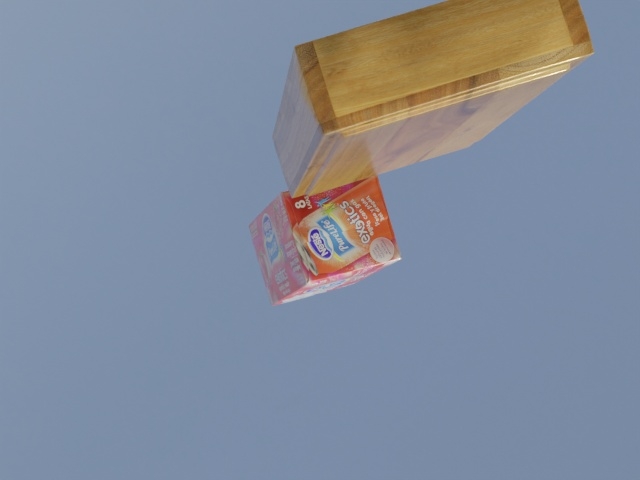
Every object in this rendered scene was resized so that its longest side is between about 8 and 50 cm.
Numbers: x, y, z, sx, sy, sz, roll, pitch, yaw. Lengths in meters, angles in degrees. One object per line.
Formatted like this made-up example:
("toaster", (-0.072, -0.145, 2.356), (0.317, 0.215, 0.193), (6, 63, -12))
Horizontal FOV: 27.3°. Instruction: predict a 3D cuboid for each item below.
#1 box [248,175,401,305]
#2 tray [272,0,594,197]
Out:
("box", (0.000, 0.000, 1.700), (0.128, 0.257, 0.122), (-15, -95, -14))
("tray", (0.073, -0.116, 1.121), (0.203, 0.411, 0.076), (-18, -94, -5))
